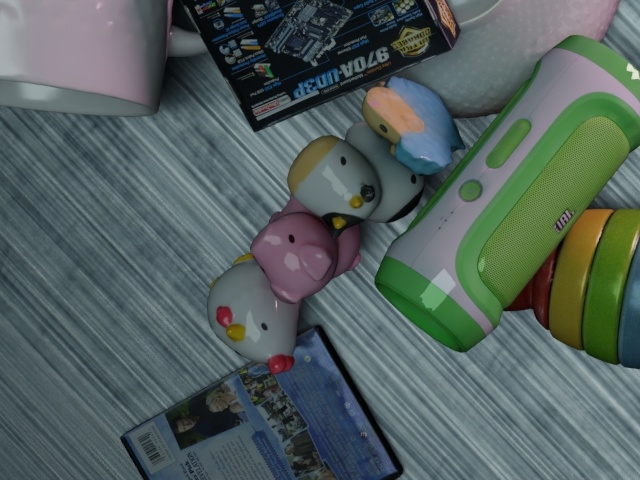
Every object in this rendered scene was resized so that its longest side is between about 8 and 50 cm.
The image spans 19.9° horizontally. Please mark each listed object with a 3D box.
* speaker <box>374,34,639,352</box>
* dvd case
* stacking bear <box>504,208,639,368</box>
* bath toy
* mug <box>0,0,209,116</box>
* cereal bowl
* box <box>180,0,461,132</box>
[{"bbox_3d":[0.181,-0.043,1.682,0.131,0.131,0.296,38,82,5],"label":"speaker"},{"bbox_3d":[-0.063,0.226,1.924,0.253,0.022,0.180,-30,91,13],"label":"dvd case"},{"bbox_3d":[0.268,0.032,1.770,0.289,0.175,0.164,13,93,19],"label":"stacking bear"},{"bbox_3d":[0.000,0.000,1.771,0.348,0.151,0.129,-51,43,33],"label":"bath toy"},{"bbox_3d":[-0.229,-0.296,1.789,0.374,0.276,0.328,7,88,-20],"label":"mug"},{"bbox_3d":[0.124,-0.281,1.762,0.339,0.141,0.339,2,98,12],"label":"cereal bowl"},{"bbox_3d":[-0.006,-0.219,1.693,0.220,0.051,0.175,-22,110,24],"label":"box"}]
